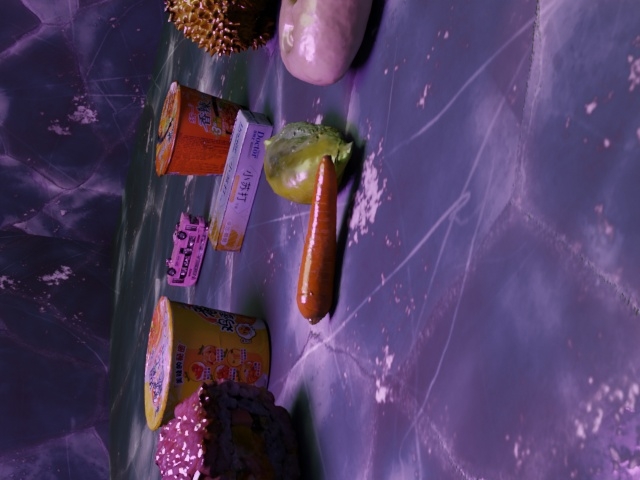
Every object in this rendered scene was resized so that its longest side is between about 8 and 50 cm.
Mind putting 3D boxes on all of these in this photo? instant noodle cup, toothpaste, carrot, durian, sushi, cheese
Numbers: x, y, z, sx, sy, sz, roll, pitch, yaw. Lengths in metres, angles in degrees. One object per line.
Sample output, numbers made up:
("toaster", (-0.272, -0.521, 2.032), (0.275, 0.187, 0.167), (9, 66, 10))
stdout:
("instant noodle cup", (-0.221, 0.245, 1.786), (0.264, 0.200, 0.264), (-173, 90, -71))
("toothpaste", (-0.177, -0.128, 2.023), (0.089, 0.071, 0.312), (-122, 44, -56))
("instant noodle cup", (-0.278, -0.250, 2.179), (0.230, 0.182, 0.230), (-172, 90, -71))
("carrot", (0.000, 0.000, 1.448), (0.062, 0.066, 0.271), (13, 98, 44))
("durian", (-0.025, -0.130, 1.528), (0.250, 0.101, 0.139), (35, 115, 62))
("sushi", (-0.142, 0.371, 1.475), (0.171, 0.236, 0.270), (-41, 38, 26))
("durian", (-0.209, -0.538, 2.030), (0.293, 0.258, 0.258), (-38, -27, -56))
("cheese", (0.033, -0.424, 1.444), (0.351, 0.130, 0.328), (148, 130, -68))

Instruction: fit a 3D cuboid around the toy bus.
("toy bus", (-0.351, 0.026, 2.419), (0.063, 0.090, 0.203), (-115, 37, -57))
